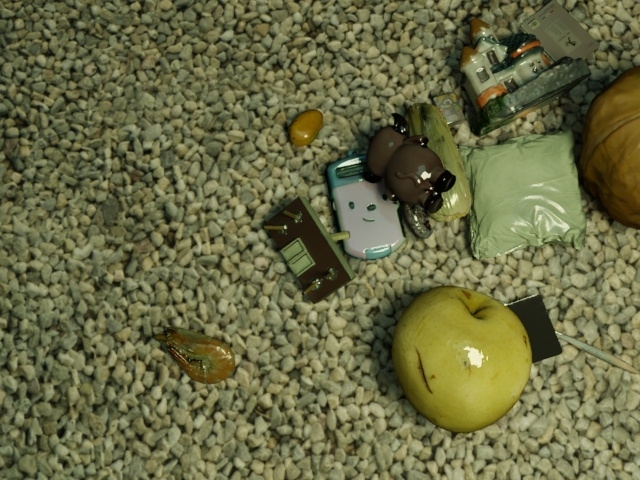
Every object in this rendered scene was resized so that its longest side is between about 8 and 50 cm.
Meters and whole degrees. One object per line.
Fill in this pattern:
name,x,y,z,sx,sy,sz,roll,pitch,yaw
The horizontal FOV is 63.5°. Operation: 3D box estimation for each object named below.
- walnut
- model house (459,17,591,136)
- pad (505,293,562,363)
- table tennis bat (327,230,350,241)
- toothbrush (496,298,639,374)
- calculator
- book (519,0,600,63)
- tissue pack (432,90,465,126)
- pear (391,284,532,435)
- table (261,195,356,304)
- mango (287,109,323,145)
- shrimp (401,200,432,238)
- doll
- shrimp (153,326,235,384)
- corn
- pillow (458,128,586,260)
walnut,0.745,-0.201,1.148,0.308,0.398,0.354,-3,65,25
model house,0.458,-0.447,1.287,0.271,0.190,0.301,-27,80,-1
pad,0.505,0.219,1.253,0.112,0.003,0.157,-21,91,9
table tennis bat,0.000,0.000,1.290,0.156,0.013,0.087,-11,85,21
toothbrush,0.596,0.235,1.257,0.375,0.028,0.037,25,88,6
calculator,0.114,-0.094,1.310,0.173,0.051,0.293,-13,81,0
book,0.641,-0.547,1.384,0.127,0.014,0.182,-39,82,-4
tissue pack,0.334,-0.340,1.350,0.063,0.035,0.083,-18,81,-1
pear,0.301,0.255,1.133,0.309,0.309,0.309,0,81,2
table,-0.040,0.025,1.242,0.121,0.111,0.240,-37,79,21
mango,-0.037,-0.294,1.342,0.079,0.057,0.114,40,81,14
shrimp,0.234,-0.081,1.292,0.065,0.056,0.165,-15,89,-40
doll,0.197,-0.175,1.200,0.257,0.117,0.182,49,121,42
shrimp,-0.313,0.279,1.265,0.217,0.051,0.115,22,84,2
corn,0.284,-0.194,1.274,0.122,0.123,0.305,-18,70,14
pillow,0.483,-0.109,1.261,0.283,0.138,0.310,-4,76,12
